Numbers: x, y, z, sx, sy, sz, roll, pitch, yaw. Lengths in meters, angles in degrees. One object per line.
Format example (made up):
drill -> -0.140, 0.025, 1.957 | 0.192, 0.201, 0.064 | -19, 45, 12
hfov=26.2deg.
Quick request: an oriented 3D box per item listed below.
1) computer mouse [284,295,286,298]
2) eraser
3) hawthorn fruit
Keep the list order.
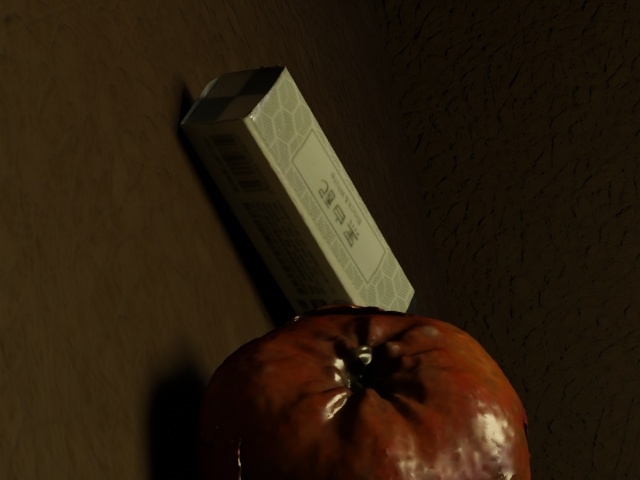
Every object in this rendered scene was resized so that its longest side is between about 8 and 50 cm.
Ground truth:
computer mouse -> -0.017, -0.003, 1.608 | 0.146, 0.078, 0.241 | -49, 123, -74
eraser -> 0.000, 0.000, 1.466 | 0.404, 0.098, 0.096 | 59, 46, -33
hawthorn fruit -> 0.023, 0.203, 1.130 | 0.307, 0.276, 0.276 | 104, -15, -46
